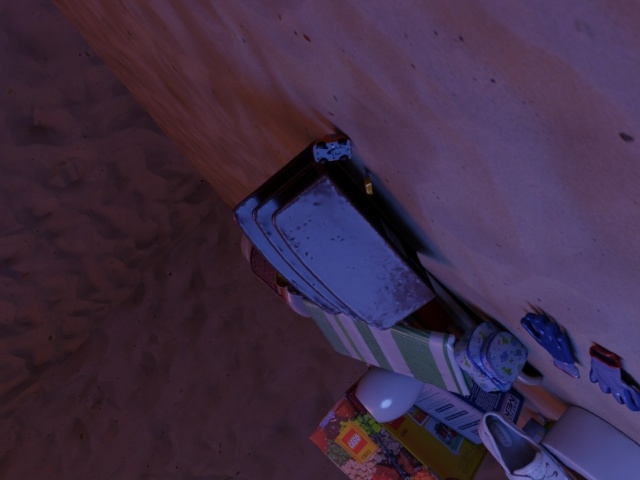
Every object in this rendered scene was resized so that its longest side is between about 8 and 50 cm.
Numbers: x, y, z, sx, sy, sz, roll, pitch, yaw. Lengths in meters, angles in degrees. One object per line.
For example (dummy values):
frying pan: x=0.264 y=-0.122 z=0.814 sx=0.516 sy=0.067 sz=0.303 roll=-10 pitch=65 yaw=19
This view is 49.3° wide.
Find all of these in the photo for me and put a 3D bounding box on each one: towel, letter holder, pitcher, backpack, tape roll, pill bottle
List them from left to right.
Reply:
pill bottle: x=-0.091 y=0.066 z=2.209 sx=0.224 sy=0.224 sz=0.392 roll=48 pitch=172 yaw=-36
letter holder: x=0.013 y=0.023 z=1.192 sx=0.302 sy=0.214 sz=0.152 roll=47 pitch=-167 yaw=-25
towel: x=0.141 y=0.213 z=1.432 sx=0.325 sy=0.038 sz=0.247 roll=14 pitch=153 yaw=30
pitcher: x=0.166 y=0.295 z=1.589 sx=0.177 sy=0.207 sz=0.125 roll=48 pitch=175 yaw=12
backpack: x=0.310 y=0.206 z=1.260 sx=0.114 sy=0.105 sz=0.084 roll=41 pitch=151 yaw=-2
tape roll: x=0.557 y=0.445 z=1.313 sx=0.286 sy=0.100 sz=0.286 roll=42 pitch=173 yaw=7

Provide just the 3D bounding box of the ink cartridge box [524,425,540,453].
ink cartridge box: x=0.675 y=0.628 z=2.031 sx=0.179 sy=0.045 sz=0.145 roll=42 pitch=173 yaw=-11

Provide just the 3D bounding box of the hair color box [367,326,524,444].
hair color box: x=0.309 y=0.364 z=1.744 sx=0.347 sy=0.105 sz=0.174 roll=33 pitch=149 yaw=-3

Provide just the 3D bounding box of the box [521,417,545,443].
box: x=0.621 y=0.554 z=1.725 sx=0.231 sy=0.056 sz=0.183 roll=42 pitch=178 yaw=-29

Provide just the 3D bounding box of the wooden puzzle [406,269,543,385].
wooden puzzle: x=0.278 y=0.200 z=1.490 sx=0.348 sy=0.080 sz=0.322 roll=42 pitch=173 yaw=7

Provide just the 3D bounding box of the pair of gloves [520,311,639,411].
pair of gloves: x=0.373 y=0.170 z=0.995 sx=0.198 sy=0.023 sz=0.159 roll=35 pitch=168 yaw=48

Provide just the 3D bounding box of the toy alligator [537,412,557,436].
toy alligator: x=0.551 y=0.458 z=1.638 sx=0.056 sy=0.051 sz=0.190 roll=45 pitch=173 yaw=-13

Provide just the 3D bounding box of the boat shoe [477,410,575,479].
boat shoe: x=0.404 y=0.441 z=1.335 sx=0.277 sy=0.098 sz=0.096 roll=45 pitch=176 yaw=28

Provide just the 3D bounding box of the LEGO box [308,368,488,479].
LEGO box: x=0.262 y=0.494 z=1.906 sx=0.372 sy=0.193 sz=0.500 roll=42 pitch=-150 yaw=13

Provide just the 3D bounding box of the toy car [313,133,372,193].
toy car: x=0.033 y=-0.116 z=1.060 sx=0.040 sy=0.060 sz=0.122 roll=-96 pitch=-20 yaw=-47

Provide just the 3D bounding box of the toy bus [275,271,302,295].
toy bus: x=0.028 y=0.045 z=1.468 sx=0.221 sy=0.149 sz=0.211 roll=8 pitch=-179 yaw=4

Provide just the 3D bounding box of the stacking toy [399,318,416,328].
stacking toy: x=0.135 y=0.157 z=1.856 sx=0.280 sy=0.130 sz=0.309 roll=38 pitch=171 yaw=35
